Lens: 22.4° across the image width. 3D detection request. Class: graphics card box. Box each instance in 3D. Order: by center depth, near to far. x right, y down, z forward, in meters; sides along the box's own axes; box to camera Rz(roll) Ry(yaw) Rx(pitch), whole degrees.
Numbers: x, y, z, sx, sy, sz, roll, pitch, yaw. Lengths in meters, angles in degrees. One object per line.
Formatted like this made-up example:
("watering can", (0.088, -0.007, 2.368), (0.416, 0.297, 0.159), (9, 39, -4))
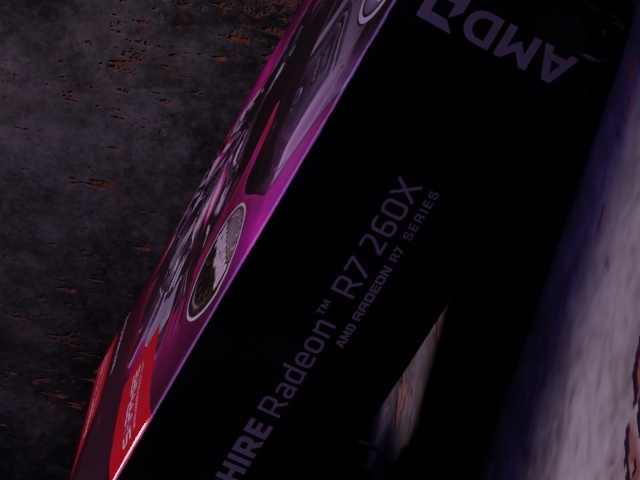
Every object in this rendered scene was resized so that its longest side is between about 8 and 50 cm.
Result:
("graphics card box", (-0.007, -0.001, 0.762), (0.371, 0.094, 0.233), (-58, 13, 23))

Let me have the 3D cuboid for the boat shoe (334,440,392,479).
("boat shoe", (0.003, 0.151, 0.899), (0.089, 0.109, 0.258), (-70, 23, 13))

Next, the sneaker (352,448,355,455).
("sneaker", (-0.027, 0.133, 1.092), (0.330, 0.146, 0.122), (-54, 6, -10))
